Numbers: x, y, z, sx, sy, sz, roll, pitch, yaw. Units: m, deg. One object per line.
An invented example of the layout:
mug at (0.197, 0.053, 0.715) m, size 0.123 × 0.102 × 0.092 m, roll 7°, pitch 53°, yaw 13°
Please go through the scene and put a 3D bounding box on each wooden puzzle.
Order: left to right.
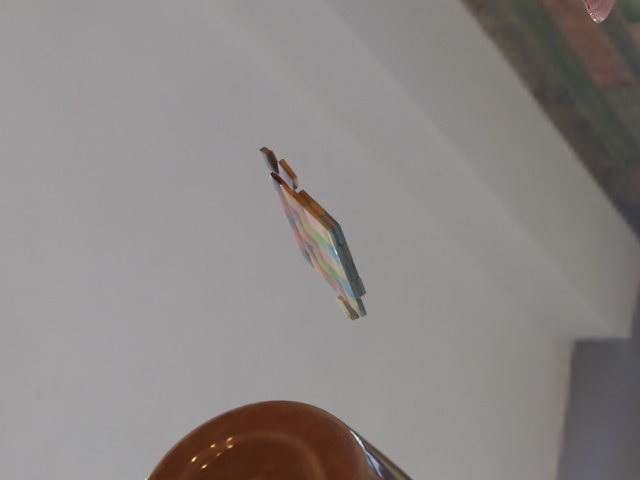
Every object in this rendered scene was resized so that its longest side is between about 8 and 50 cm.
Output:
wooden puzzle at (0.000, 0.000, 0.593) m, size 0.006 × 0.049 × 0.083 m, roll -32°, pitch -48°, yaw -12°

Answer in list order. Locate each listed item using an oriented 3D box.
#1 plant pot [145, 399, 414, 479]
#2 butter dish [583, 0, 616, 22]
plant pot at (-0.003, 0.221, 0.907) m, size 0.263 × 0.263 × 0.229 m, roll -64°, pitch -37°, yaw -36°
butter dish at (0.074, -0.184, 0.551) m, size 0.160 × 0.118 × 0.160 m, roll 38°, pitch -114°, yaw -70°
